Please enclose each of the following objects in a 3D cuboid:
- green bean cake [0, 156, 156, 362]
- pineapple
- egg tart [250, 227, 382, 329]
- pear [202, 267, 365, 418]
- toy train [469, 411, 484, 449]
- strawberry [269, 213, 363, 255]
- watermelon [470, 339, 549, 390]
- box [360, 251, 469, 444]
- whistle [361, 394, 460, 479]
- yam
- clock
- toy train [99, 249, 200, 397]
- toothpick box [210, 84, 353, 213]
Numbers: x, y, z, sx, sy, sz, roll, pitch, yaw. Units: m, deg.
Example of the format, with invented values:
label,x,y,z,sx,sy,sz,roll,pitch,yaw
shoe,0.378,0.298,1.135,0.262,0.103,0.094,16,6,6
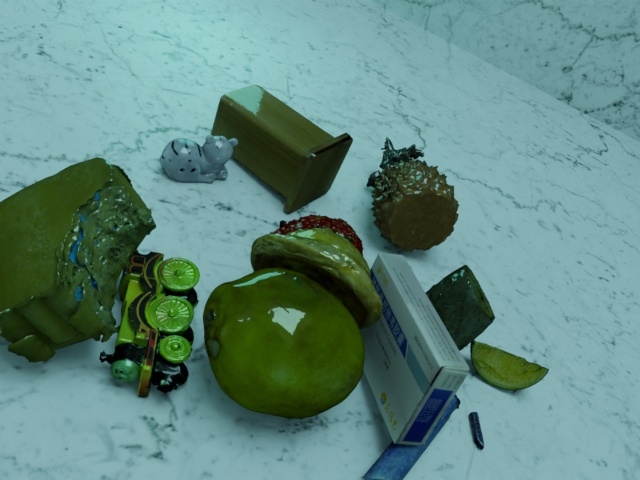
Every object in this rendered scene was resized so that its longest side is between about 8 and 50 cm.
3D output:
label,x,y,z,sx,sy,sz,roll,pitch,yaw
green bean cake,-0.417,0.042,1.193,0.285,0.202,0.310,-23,50,2
pineapple,0.221,-0.141,1.834,0.223,0.223,0.357,12,32,-20
egg tart,-0.003,0.069,1.377,0.290,0.290,0.115,31,58,2
pear,-0.066,0.183,1.244,0.321,0.269,0.269,30,35,-25
toy train,0.323,0.394,1.436,0.017,0.017,0.083,14,40,-14
strawberry,0.000,0.000,1.584,0.233,0.138,0.306,24,40,-3
watermelon,0.411,0.276,1.567,0.181,0.092,0.075,18,25,0
box,0.153,0.200,1.353,0.065,0.200,0.343,11,31,-24
whistle,0.176,0.384,1.323,0.062,0.062,0.304,41,40,15
yam,0.255,0.176,1.487,0.154,0.254,0.154,38,26,-23
clock,-0.290,-0.204,1.645,0.176,0.117,0.080,-1,47,-31
toy train,-0.305,0.146,1.268,0.160,0.100,0.296,9,43,-12
toothpick box,-0.111,-0.248,1.759,0.308,0.190,0.187,38,41,17
